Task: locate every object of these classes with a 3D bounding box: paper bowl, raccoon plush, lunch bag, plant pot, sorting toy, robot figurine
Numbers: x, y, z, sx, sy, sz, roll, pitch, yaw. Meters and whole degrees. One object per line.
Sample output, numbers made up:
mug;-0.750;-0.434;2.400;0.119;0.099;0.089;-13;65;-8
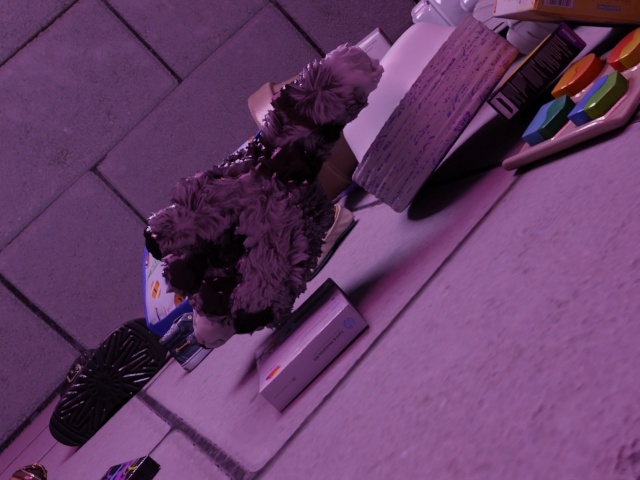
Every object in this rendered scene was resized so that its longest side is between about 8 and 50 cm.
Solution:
paper bowl;0.140;-0.191;1.245;0.284;0.148;0.284;-53;-3;-4
raccoon plush;-0.038;-0.028;1.226;0.446;0.216;0.299;-42;-10;3
lunch bag;-0.200;-0.003;1.820;0.328;0.239;0.385;-36;21;48
plant pot;0.027;-0.246;1.704;0.229;0.263;0.263;-39;10;12
sorting toy;0.308;-0.172;0.986;0.208;0.038;0.193;-48;10;-22
robot figurine;0.383;-0.624;2.125;0.353;0.200;0.300;-41;20;18

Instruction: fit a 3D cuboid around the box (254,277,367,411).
box;-0.017;0.122;1.087;0.145;0.038;0.186;-45;8;0

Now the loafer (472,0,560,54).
loafer;0.360;-0.365;1.463;0.319;0.112;0.111;-173;88;-69

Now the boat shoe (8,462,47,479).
boat shoe;-0.602;0.494;1.820;0.073;0.073;0.207;-52;12;-29

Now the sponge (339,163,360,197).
sponge;0.117;-0.182;1.852;0.210;0.031;0.117;-49;10;-28

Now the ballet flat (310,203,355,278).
ballet flat;0.000;0.000;1.491;0.057;0.052;0.168;-33;15;49

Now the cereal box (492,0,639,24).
cereal box;0.325;-0.298;1.107;0.240;0.173;0.047;-95;10;-77

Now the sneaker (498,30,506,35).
sneaker;0.379;-0.427;1.678;0.295;0.109;0.123;-50;-17;-10

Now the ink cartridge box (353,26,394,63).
ink cartridge box;0.135;-0.255;1.524;0.092;0.218;0.158;-36;11;13

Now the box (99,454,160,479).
box;-0.301;0.365;1.251;0.116;0.029;0.162;-51;10;-36

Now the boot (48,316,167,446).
boot;-0.480;0.292;2.003;0.348;0.131;0.260;-45;10;-1

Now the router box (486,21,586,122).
router box;0.285;-0.222;1.163;0.133;0.046;0.179;-46;-2;18

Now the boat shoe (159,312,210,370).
boat shoe;-0.212;0.150;1.636;0.183;0.083;0.065;-47;10;-15
